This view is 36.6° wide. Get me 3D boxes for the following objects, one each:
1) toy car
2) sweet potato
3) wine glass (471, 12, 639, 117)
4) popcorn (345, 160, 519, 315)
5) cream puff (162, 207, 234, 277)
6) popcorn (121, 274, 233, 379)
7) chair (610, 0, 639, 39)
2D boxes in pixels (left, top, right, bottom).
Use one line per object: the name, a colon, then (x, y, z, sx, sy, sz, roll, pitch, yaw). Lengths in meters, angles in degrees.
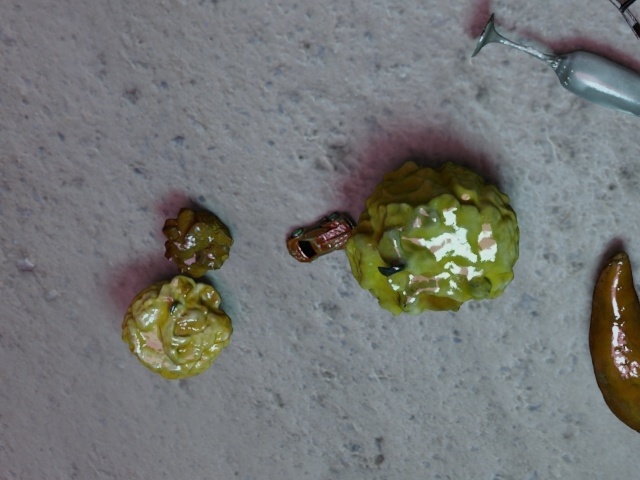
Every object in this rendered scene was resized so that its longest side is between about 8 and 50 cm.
toy car: (0.000, 0.000, 1.526, 0.121, 0.035, 0.059, -23, 112, 21)
sweet potato: (0.468, 0.188, 1.465, 0.112, 0.112, 0.359, -18, 113, 21)
wine glass: (0.338, -0.233, 1.315, 0.262, 0.074, 0.074, 22, 118, 1)
popcorn: (0.161, 0.005, 1.385, 0.249, 0.225, 0.249, 3, 106, 10)
cream puff: (-0.199, 0.005, 1.544, 0.115, 0.094, 0.122, 6, 112, 8)
popcorn: (-0.234, 0.141, 1.588, 0.179, 0.170, 0.180, 2, 83, -16)
chair: (0.412, -0.311, 1.276, 0.042, 0.037, 0.086, -35, 100, 37)
